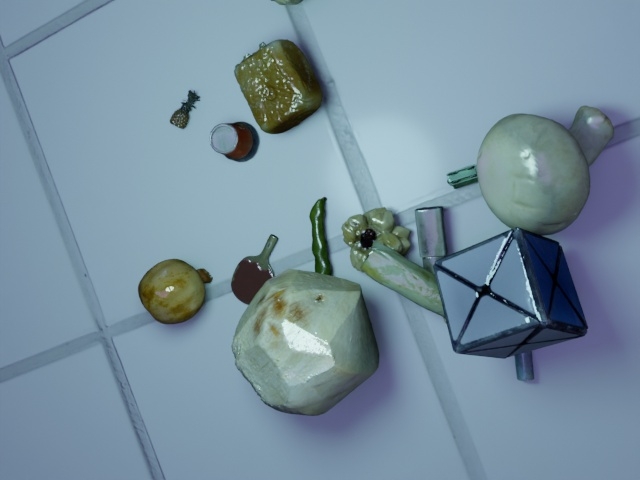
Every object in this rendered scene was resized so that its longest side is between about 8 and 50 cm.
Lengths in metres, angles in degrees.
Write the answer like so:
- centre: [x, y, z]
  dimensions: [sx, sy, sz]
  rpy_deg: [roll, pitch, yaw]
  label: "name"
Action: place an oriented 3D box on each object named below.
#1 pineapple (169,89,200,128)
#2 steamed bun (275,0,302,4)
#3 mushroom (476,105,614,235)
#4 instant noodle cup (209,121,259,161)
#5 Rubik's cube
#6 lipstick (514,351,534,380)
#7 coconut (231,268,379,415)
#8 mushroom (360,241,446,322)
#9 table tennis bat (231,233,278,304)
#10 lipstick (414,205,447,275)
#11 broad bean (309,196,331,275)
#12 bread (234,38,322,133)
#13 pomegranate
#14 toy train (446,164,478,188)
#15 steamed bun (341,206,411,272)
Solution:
- centre: [-0.414, -0.404, 2.068]
  dimensions: [0.058, 0.058, 0.124]
  rpy_deg: [30, 97, 12]
  label: "pineapple"
- centre: [-0.053, -0.785, 1.844]
  dimensions: [0.280, 0.207, 0.268]
  rpy_deg: [-48, 41, 33]
  label: "steamed bun"
- centre: [0.539, -0.191, 1.674]
  dimensions: [0.315, 0.315, 0.356]
  rpy_deg: [33, 110, 12]
  label: "mushroom"
- centre: [-0.259, -0.294, 1.984]
  dimensions: [0.127, 0.136, 0.127]
  rpy_deg: [1, 94, 16]
  label: "instant noodle cup"
- centre: [0.465, 0.137, 1.678]
  dimensions: [0.255, 0.260, 0.259]
  rpy_deg: [-28, 60, 36]
  label: "Rubik's cube"
- centre: [0.549, 0.299, 1.836]
  dimensions: [0.048, 0.048, 0.157]
  rpy_deg: [-6, 93, 17]
  label: "lipstick"
- centre: [-0.032, 0.261, 1.853]
  dimensions: [0.416, 0.345, 0.415]
  rpy_deg: [3, 99, 18]
  label: "coconut"
- centre: [0.255, 0.118, 1.811]
  dimensions: [0.312, 0.081, 0.100]
  rpy_deg: [31, 101, 1]
  label: "mushroom"
- centre: [-0.191, 0.087, 2.056]
  dimensions: [0.131, 0.022, 0.234]
  rpy_deg: [30, 103, 13]
  label: "table tennis bat"
- centre: [0.312, 0.034, 1.869]
  dimensions: [0.078, 0.079, 0.252]
  rpy_deg: [-5, 95, 14]
  label: "lipstick"
- centre: [-0.001, 0.001, 1.978]
  dimensions: [0.053, 0.052, 0.256]
  rpy_deg: [-4, 91, -25]
  label: "broad bean"
- centre: [-0.110, -0.443, 1.909]
  dimensions: [0.196, 0.176, 0.246]
  rpy_deg: [-26, 89, 29]
  label: "bread"
- centre: [-0.447, 0.151, 2.039]
  dimensions: [0.207, 0.207, 0.207]
  rpy_deg: [1, 95, 17]
  label: "pomegranate"
- centre: [0.391, -0.172, 1.841]
  dimensions: [0.093, 0.056, 0.038]
  rpy_deg: [-18, 72, 17]
  label: "toy train"
- centre: [0.157, 0.000, 1.899]
  dimensions: [0.192, 0.106, 0.177]
  rpy_deg: [-21, 90, 16]
  label: "steamed bun"
